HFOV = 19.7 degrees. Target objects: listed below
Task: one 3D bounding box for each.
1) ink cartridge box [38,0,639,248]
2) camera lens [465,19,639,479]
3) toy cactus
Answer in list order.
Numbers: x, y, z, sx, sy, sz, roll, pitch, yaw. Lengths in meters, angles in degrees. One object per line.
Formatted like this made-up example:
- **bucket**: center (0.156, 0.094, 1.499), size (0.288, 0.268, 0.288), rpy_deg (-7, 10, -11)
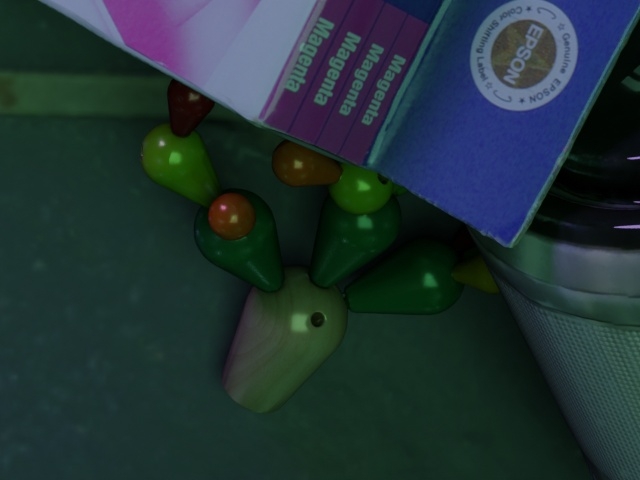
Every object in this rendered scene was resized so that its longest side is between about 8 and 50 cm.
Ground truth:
- **ink cartridge box**: center (0.007, -0.213, 0.720), size (0.330, 0.071, 0.324), rpy_deg (30, 98, 30)
- **camera lens**: center (0.197, 0.016, 0.801), size (0.219, 0.219, 0.274), rpy_deg (-31, 126, -2)
- **toy cactus**: center (0.000, 0.000, 0.860), size (0.219, 0.112, 0.180), rpy_deg (7, 128, -35)
